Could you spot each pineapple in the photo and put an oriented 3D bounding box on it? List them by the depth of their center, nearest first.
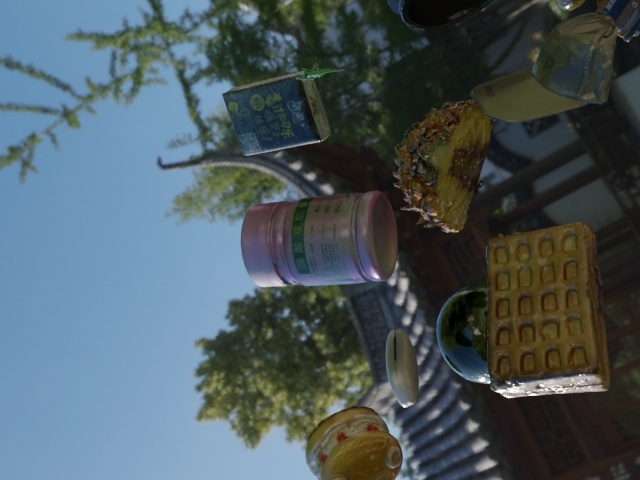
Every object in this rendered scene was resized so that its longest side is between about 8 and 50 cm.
[{"bbox_3d":[0.235,-0.206,1.876,0.209,0.344,0.286,19,-173,37],"label":"pineapple"}]

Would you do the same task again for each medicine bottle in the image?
[{"bbox_3d":[0.000,0.000,1.895,0.212,0.326,0.212,-4,-90,-66],"label":"medicine bottle"}]

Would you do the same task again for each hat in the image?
[{"bbox_3d":[0.393,-0.315,1.429,0.214,0.245,0.149,-102,6,-57],"label":"hat"}]

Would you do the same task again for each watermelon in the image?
[{"bbox_3d":[0.394,0.219,1.913,0.242,0.242,0.242,50,-159,-28],"label":"watermelon"}]

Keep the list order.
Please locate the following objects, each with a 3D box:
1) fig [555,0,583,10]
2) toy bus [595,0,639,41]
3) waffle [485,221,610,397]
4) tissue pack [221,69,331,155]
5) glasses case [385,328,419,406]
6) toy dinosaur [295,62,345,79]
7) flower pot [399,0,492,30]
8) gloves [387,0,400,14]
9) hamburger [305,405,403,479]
[{"bbox_3d":[0.655,-0.679,2.058,0.133,0.185,0.126,49,177,22],"label":"fig"},{"bbox_3d":[0.663,-0.515,1.724,0.114,0.098,0.201,34,-136,9],"label":"toy bus"},{"bbox_3d":[0.432,0.132,1.557,0.098,0.224,0.327,46,-139,-49],"label":"waffle"},{"bbox_3d":[-0.119,-0.335,2.145,0.081,0.257,0.185,-47,-56,-52],"label":"tissue pack"},{"bbox_3d":[0.174,0.266,1.714,0.233,0.059,0.092,-81,-28,-68],"label":"glasses case"},{"bbox_3d":[-0.003,-0.292,1.400,0.062,0.083,0.021,-62,-34,-60],"label":"toy dinosaur"},{"bbox_3d":[0.259,-0.582,1.677,0.269,0.269,0.166,22,-137,-62],"label":"flower pot"},{"bbox_3d":[0.217,-0.653,1.913,0.107,0.135,0.268,21,-114,-34],"label":"gloves"},{"bbox_3d":[0.103,0.637,2.284,0.186,0.261,0.302,-128,32,-47],"label":"hamburger"}]
